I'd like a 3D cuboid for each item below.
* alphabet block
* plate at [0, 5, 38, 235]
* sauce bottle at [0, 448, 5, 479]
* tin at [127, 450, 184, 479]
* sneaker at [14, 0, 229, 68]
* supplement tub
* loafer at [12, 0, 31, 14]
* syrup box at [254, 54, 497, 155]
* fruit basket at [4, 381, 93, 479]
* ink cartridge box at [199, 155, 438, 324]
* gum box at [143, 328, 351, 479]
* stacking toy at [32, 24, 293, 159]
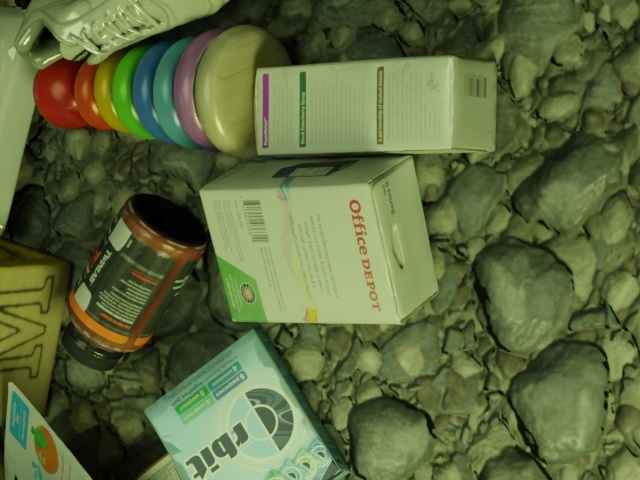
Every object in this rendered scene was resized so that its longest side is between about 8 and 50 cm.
[{"bbox_3d":[-0.434,0.099,2.031,0.192,0.193,0.197,18,101,31],"label":"alphabet block"},{"bbox_3d":[-0.463,-0.162,2.106,0.278,0.045,0.277,14,90,35],"label":"plate"},{"bbox_3d":[-0.414,0.251,2.111,0.042,0.042,0.128,-34,73,30],"label":"sauce bottle"},{"bbox_3d":[-0.160,0.291,1.946,0.189,0.040,0.106,-39,66,28],"label":"tin"},{"bbox_3d":[-0.213,-0.242,1.842,0.292,0.110,0.118,-5,48,42],"label":"sneaker"},{"bbox_3d":[-0.215,0.052,1.934,0.106,0.106,0.198,44,113,25],"label":"supplement tub"},{"bbox_3d":[-0.335,-0.368,2.010,0.102,0.092,0.268,-30,75,31],"label":"loafer"},{"bbox_3d":[0.054,-0.134,1.753,0.237,0.093,0.096,1,91,34],"label":"syrup box"},{"bbox_3d":[-0.276,0.382,1.920,0.353,0.165,0.327,37,134,34],"label":"fruit basket"},{"bbox_3d":[0.000,0.000,1.772,0.212,0.093,0.154,0,111,36],"label":"ink cartridge box"},{"bbox_3d":[-0.080,0.215,1.863,0.157,0.041,0.184,-37,70,12],"label":"gum box"},{"bbox_3d":[-0.188,-0.167,1.909,0.330,0.141,0.141,6,95,40],"label":"stacking toy"}]
